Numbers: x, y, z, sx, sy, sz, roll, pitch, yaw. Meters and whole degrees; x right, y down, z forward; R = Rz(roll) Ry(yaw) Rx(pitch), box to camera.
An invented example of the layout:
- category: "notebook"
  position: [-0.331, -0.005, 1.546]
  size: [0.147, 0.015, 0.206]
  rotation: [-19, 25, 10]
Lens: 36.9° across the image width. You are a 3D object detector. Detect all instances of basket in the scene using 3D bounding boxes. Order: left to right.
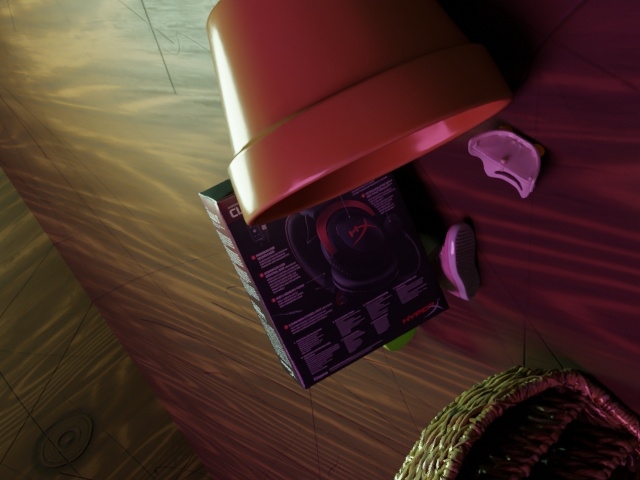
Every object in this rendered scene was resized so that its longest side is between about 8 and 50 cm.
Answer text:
- category: "basket"
  position: [0.260, 0.299, 1.183]
  size: [0.213, 0.299, 0.223]
  rotation: [57, 156, -17]

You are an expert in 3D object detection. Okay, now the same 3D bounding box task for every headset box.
- category: "headset box"
  position: [0.000, 0.000, 1.201]
  size: [0.293, 0.218, 0.110]
  rotation: [65, 167, -16]

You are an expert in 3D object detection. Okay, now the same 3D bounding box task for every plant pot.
- category: "plant pot"
  position: [0.016, -0.165, 0.954]
  size: [0.203, 0.291, 0.291]
  rotation: [64, 154, 2]

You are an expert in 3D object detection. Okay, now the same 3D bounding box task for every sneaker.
- category: "sneaker"
  position: [0.161, 0.021, 1.226]
  size: [0.070, 0.051, 0.134]
  rotation: [24, 150, 32]

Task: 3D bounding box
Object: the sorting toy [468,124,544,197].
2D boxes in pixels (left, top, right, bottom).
- category: "sorting toy"
  position: [0.203, -0.078, 1.033]
  size: [0.083, 0.045, 0.075]
  rotation: [36, 160, 22]

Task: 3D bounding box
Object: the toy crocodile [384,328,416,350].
- category: "toy crocodile"
  position: [0.049, 0.019, 1.358]
  size: [0.115, 0.105, 0.340]
  rotation: [18, 137, 57]
